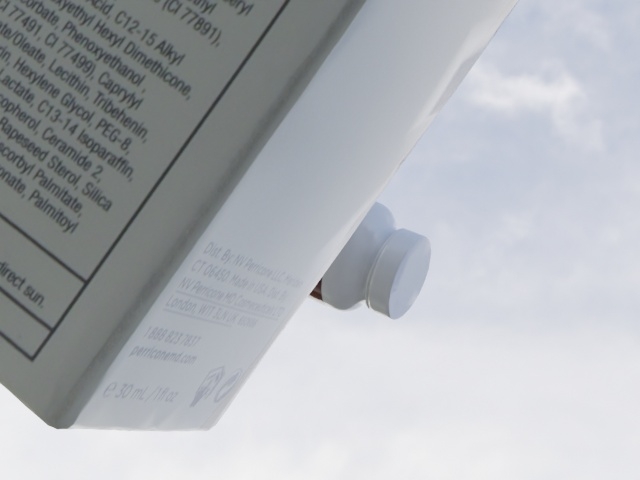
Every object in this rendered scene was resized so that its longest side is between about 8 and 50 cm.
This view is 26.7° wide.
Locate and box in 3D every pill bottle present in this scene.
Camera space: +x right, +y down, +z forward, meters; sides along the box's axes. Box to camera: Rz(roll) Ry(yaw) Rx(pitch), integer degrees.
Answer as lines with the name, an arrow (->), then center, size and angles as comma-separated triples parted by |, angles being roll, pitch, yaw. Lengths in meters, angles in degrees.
pill bottle -> 0.000, 0.000, 0.987 | 0.152, 0.086, 0.086 | 22, -49, 23

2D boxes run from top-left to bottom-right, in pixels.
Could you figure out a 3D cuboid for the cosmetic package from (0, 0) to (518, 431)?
cosmetic package -> -0.017, -0.116, 0.370 | 0.160, 0.113, 0.309 | 37, -88, 17
